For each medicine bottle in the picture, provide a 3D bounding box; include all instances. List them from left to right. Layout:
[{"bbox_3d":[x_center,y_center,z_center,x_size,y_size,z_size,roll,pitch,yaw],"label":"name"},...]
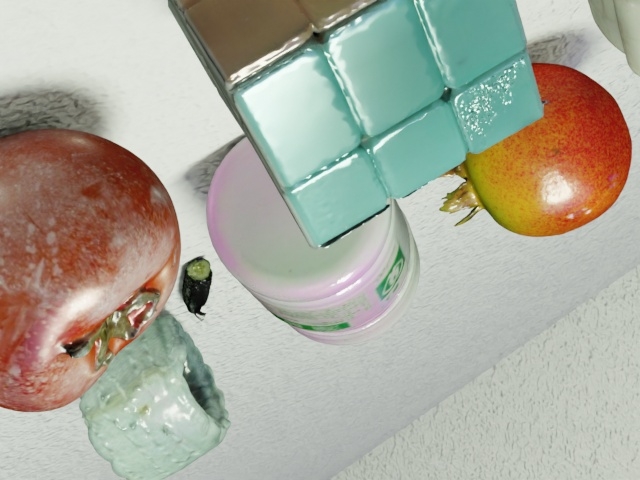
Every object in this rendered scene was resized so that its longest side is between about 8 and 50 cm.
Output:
[{"bbox_3d":[0.000,0.000,1.744,0.212,0.212,0.325,-29,164,2],"label":"medicine bottle"}]

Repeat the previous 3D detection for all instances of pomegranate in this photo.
[{"bbox_3d":[0.259,-0.105,1.837,0.256,0.221,0.221,-29,163,7],"label":"pomegranate"}]

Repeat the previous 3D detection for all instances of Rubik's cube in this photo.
[{"bbox_3d":[0.016,-0.176,1.147,0.224,0.221,0.231,-31,143,-2],"label":"Rubik's cube"}]

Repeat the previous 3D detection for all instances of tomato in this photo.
[{"bbox_3d":[-0.262,0.018,1.365,0.270,0.227,0.270,-49,169,-13],"label":"tomato"}]

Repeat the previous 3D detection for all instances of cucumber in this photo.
[{"bbox_3d":[-0.167,0.068,1.973,0.163,0.043,0.039,115,-2,-67],"label":"cucumber"}]

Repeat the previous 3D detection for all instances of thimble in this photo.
[{"bbox_3d":[-0.227,0.218,2.012,0.172,0.205,0.250,-29,168,2],"label":"thimble"}]

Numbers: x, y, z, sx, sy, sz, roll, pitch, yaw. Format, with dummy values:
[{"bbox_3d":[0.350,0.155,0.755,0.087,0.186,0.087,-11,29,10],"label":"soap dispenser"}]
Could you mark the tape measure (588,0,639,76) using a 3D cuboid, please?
[{"bbox_3d":[0.429,-0.274,1.563,0.258,0.130,0.265,-20,-154,1],"label":"tape measure"}]
